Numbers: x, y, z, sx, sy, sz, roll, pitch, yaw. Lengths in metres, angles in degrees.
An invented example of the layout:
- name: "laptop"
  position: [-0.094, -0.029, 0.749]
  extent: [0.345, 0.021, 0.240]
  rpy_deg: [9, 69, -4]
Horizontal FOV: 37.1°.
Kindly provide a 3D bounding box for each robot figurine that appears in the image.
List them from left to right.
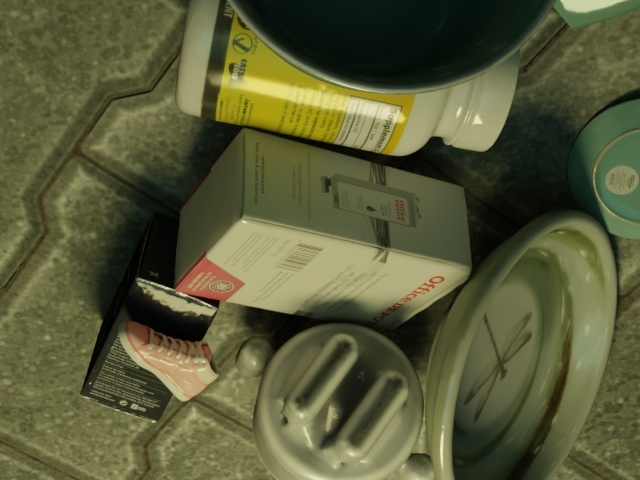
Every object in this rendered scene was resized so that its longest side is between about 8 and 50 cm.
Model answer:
- name: "robot figurine"
  position: [0.014, 0.223, 1.218]
  extent: [0.300, 0.200, 0.353]
  rpy_deg: [39, 162, 8]

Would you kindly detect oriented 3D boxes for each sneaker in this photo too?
- name: "sneaker"
  position: [-0.170, 0.128, 1.113]
  extent: [0.070, 0.051, 0.134]
  rpy_deg: [-31, 122, 15]

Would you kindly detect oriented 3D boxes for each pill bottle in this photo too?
- name: "pill bottle"
  position: [0.028, -0.194, 1.003]
  extent: [0.334, 0.188, 0.188]
  rpy_deg: [10, 122, -7]

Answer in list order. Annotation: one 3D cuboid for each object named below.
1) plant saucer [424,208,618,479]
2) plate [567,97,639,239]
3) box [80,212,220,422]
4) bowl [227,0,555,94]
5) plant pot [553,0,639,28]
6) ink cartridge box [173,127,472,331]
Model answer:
- name: "plant saucer"
  position: [0.231, 0.147, 1.178]
  extent: [0.101, 0.400, 0.400]
  rpy_deg: [19, 133, 38]
- name: "plate"
  position: [0.392, -0.079, 1.145]
  extent: [0.188, 0.024, 0.188]
  rpy_deg: [7, 120, 12]
- name: "box"
  position: [-0.209, 0.097, 1.211]
  extent: [0.108, 0.153, 0.207]
  rpy_deg: [23, 121, -14]
- name: "bowl"
  position: [0.042, -0.256, 0.834]
  extent: [0.312, 0.163, 0.311]
  rpy_deg: [1, 81, -9]
- name: "plant pot"
  position: [0.311, -0.332, 0.935]
  extent: [0.234, 0.165, 0.166]
  rpy_deg: [-35, 116, 29]
- name: "ink cartridge box"
  position: [0.000, 0.000, 1.097]
  extent: [0.283, 0.117, 0.207]
  rpy_deg: [13, 150, -24]
